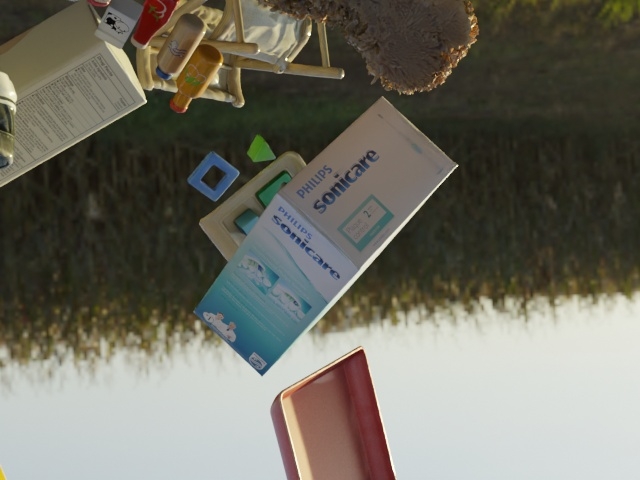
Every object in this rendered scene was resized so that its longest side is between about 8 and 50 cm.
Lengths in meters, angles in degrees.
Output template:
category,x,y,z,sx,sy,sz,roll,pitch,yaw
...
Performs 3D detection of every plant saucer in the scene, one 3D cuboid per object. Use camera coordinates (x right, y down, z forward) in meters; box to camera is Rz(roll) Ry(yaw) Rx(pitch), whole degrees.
category,x,y,z,sx,sy,sz,roll,pitch,yaw
plant saucer,0.017,0.318,1.712,0.047,0.258,0.259,-11,-175,31

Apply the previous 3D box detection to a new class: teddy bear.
category,x,y,z,sx,sy,sz,roll,pitch,yaw
teddy bear,0.006,-0.280,0.982,0.338,0.245,0.113,31,-136,9

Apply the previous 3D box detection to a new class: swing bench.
category,x,y,z,sx,sy,sz,roll,pitch,yaw
swing bench,-0.139,-0.342,1.907,0.254,0.165,0.253,-10,173,34

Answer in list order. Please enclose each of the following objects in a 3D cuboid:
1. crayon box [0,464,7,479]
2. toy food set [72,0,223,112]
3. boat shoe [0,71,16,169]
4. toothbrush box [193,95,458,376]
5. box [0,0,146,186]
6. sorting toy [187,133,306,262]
category,x,y,z,sx,sy,sz,roll,pitch,yaw
crayon box,-0.546,0.188,1.411,0.106,0.313,0.363,-38,-143,-8
toy food set,-0.245,-0.276,1.486,0.232,0.111,0.104,28,129,-15
boat shoe,-0.467,-0.129,1.178,0.335,0.119,0.121,-2,161,-39
toothbrush box,0.000,0.000,1.337,0.216,0.126,0.295,-45,175,-39
box,-0.434,-0.208,1.677,0.311,0.121,0.148,-29,142,0
sorting toy,-0.072,-0.023,1.843,0.196,0.348,0.047,-37,-143,-3
